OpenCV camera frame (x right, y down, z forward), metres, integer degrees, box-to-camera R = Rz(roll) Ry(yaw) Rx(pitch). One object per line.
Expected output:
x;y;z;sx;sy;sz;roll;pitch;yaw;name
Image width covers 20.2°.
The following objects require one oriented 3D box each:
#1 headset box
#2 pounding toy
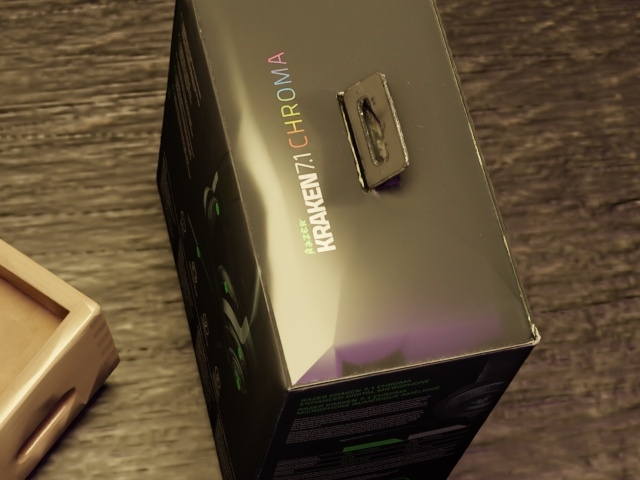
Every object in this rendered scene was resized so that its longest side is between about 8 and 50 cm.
0.000;0.000;0.990;0.131;0.283;0.246;-10;67;-12;headset box
-0.254;0.071;1.031;0.206;0.094;0.181;32;70;17;pounding toy
